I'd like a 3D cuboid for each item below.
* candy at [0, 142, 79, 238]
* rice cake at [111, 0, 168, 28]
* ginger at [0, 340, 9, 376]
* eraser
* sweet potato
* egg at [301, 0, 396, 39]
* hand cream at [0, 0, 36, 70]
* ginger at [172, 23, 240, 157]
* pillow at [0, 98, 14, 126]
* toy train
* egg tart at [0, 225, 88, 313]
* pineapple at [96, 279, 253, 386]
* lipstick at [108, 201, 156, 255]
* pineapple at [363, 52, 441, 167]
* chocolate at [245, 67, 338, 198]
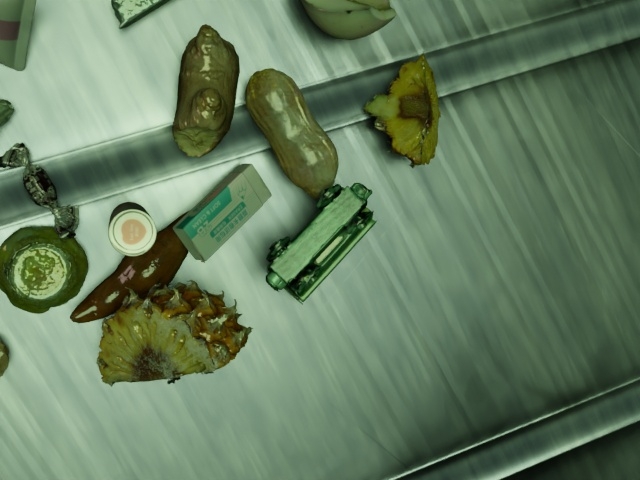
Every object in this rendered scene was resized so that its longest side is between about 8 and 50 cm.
[{"bbox_3d":[-0.578,-0.101,1.643,0.051,0.094,0.226,-31,98,27],"label":"candy"},{"bbox_3d":[-0.354,-0.523,1.672,0.206,0.069,0.063,-34,104,-7],"label":"rice cake"},{"bbox_3d":[-0.733,0.289,1.642,0.137,0.074,0.213,18,96,-15],"label":"ginger"},{"bbox_3d":[-0.210,-0.062,1.711,0.225,0.052,0.096,-47,121,-26],"label":"eraser"},{"bbox_3d":[-0.373,0.065,1.695,0.112,0.112,0.359,44,83,-14],"label":"sweet potato"},{"bbox_3d":[0.066,-0.541,1.734,0.206,0.162,0.271,-6,60,17],"label":"egg"},{"bbox_3d":[-0.751,-0.460,1.546,0.358,0.118,0.186,15,125,-15],"label":"hand cream"},{"bbox_3d":[-0.238,-0.309,1.653,0.130,0.221,0.276,5,102,-6],"label":"ginger"},{"bbox_3d":[-0.785,-0.202,1.535,0.283,0.138,0.310,26,79,-30],"label":"pillow"},{"bbox_3d":[0.000,0.000,1.742,0.120,0.202,0.301,41,84,9],"label":"toy train"},{"bbox_3d":[-0.586,0.059,1.656,0.197,0.078,0.197,-1,93,-16],"label":"egg tart"},{"bbox_3d":[-0.293,0.156,1.673,0.344,0.286,0.209,-12,99,30],"label":"pineapple"},{"bbox_3d":[-0.377,-0.028,1.572,0.087,0.327,0.087,-1,96,-14],"label":"lipstick"},{"bbox_3d":[0.196,-0.279,1.831,0.164,0.139,0.250,-10,80,27],"label":"pineapple"},{"bbox_3d":[-0.057,-0.238,1.741,0.134,0.134,0.309,-31,101,-10],"label":"chocolate"}]
